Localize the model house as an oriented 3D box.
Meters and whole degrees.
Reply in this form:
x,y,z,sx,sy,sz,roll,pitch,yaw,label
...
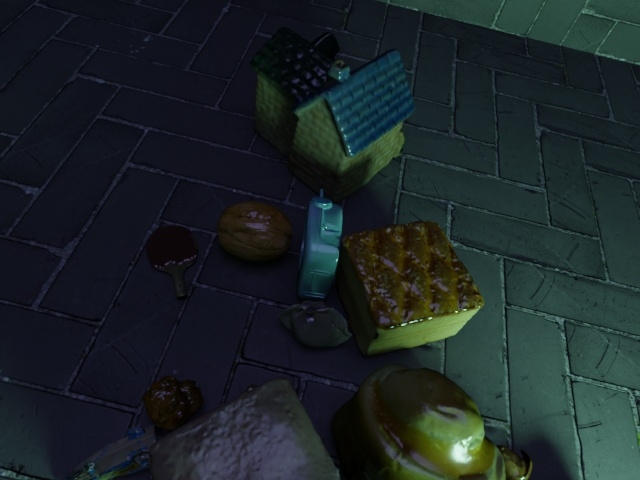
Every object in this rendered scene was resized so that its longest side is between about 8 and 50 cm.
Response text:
x,y,z,sx,sy,sz,roll,pitch,yaw,label
0.043,-0.438,1.405,0.445,0.399,0.395,41,61,19,model house

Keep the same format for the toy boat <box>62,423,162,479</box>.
x,y,z,sx,sy,sz,roll,pitch,yaw,label
-0.412,0.437,0.918,0.211,0.066,0.084,-22,49,-10,toy boat

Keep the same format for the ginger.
x,y,z,sx,sy,sz,roll,pitch,yaw,label
0.307,0.422,1.021,0.133,0.107,0.309,-43,64,-13,ginger

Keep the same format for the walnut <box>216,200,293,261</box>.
x,y,z,sx,sy,sz,roll,pitch,yaw,label
-0.176,-0.024,1.224,0.207,0.159,0.159,7,54,3,walnut

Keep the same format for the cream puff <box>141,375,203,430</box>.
x,y,z,sx,sy,sz,roll,pitch,yaw,label
-0.308,0.337,0.972,0.094,0.122,0.116,-42,40,9,cream puff

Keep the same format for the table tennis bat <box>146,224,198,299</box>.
x,y,z,sx,sy,sz,roll,pitch,yaw,label
-0.384,0.052,1.215,0.131,0.022,0.234,-12,57,-18,table tennis bat

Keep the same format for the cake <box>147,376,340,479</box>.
x,y,z,sx,sy,sz,roll,pitch,yaw,label
-0.143,0.435,0.859,0.309,0.236,0.230,-26,60,-22,cake

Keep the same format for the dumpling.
x,y,z,sx,sy,sz,roll,pitch,yaw,label
-0.011,0.191,1.115,0.188,0.127,0.108,17,41,6,dumpling

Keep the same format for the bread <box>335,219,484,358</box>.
x,y,z,sx,sy,sz,roll,pitch,yaw,label
0.203,0.117,1.156,0.279,0.207,0.278,-13,57,-17,bread

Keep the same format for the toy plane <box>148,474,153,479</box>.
x,y,z,sx,sy,sz,roll,pitch,yaw,label
-0.325,0.482,0.884,0.078,0.084,0.024,19,28,35,toy plane

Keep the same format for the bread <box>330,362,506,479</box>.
x,y,z,sx,sy,sz,roll,pitch,yaw,label
0.165,0.399,0.872,0.210,0.341,0.300,-31,70,-35,bread

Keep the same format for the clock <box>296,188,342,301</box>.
x,y,z,sx,sy,sz,roll,pitch,yaw,label
0.000,0.000,1.191,0.094,0.223,0.273,10,53,-4,clock
